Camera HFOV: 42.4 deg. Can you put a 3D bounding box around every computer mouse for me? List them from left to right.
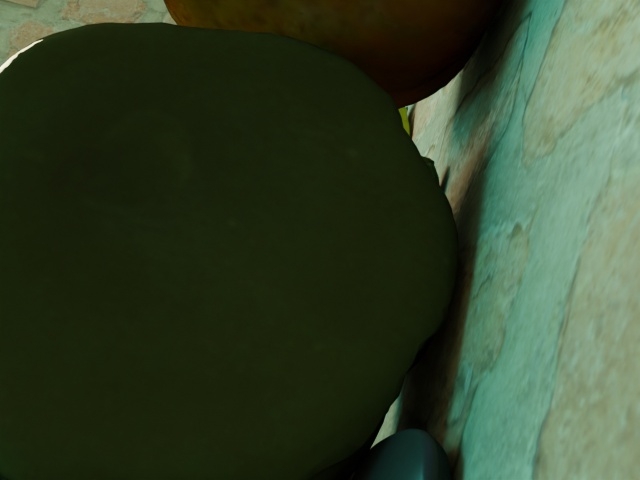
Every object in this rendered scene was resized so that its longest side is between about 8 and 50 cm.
[{"bbox_3d":[0.040,0.214,0.605,0.232,0.057,0.120,109,177,-61],"label":"computer mouse"}]

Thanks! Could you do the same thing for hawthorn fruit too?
[{"bbox_3d":[0.012,-0.375,0.921,0.472,0.471,0.472,-164,90,-89],"label":"hawthorn fruit"}]

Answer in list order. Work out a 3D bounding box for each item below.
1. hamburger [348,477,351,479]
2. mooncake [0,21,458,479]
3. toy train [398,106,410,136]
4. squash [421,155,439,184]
[{"bbox_3d":[-0.072,0.295,0.981,0.244,0.244,0.163,110,155,-71],"label":"hamburger"},{"bbox_3d":[-0.117,0.033,0.745,0.262,0.467,0.467,110,175,-61],"label":"mooncake"},{"bbox_3d":[0.074,-0.127,1.634,0.237,0.150,0.369,-85,7,-49],"label":"toy train"},{"bbox_3d":[0.084,0.006,0.950,0.077,0.068,0.219,4,76,54],"label":"squash"}]
